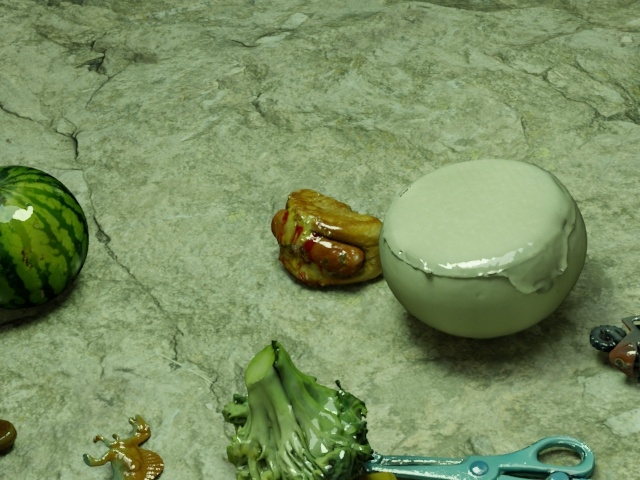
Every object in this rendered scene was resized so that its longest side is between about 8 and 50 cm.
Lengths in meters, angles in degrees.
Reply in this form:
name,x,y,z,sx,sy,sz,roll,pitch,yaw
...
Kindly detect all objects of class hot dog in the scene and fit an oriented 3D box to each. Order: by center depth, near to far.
name,x,y,z,sx,sy,sz,roll,pitch,yaw
hot dog,0.000,0.000,2.377,0.257,0.150,0.153,26,39,37

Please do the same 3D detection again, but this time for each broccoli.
name,x,y,z,sx,sy,sz,roll,pitch,yaw
broccoli,-0.055,0.289,1.900,0.288,0.245,0.248,-15,27,46

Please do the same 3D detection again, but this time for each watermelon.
name,x,y,z,sx,sy,sz,roll,pitch,yaw
watermelon,-0.601,-0.005,2.395,0.285,0.285,0.285,-6,37,4

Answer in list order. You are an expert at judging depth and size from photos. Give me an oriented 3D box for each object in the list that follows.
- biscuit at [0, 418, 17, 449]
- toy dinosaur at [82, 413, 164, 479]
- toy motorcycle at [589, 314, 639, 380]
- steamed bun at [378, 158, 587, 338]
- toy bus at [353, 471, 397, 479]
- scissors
name,x,y,z,sx,sy,sz,roll,pitch,yaw
biscuit,-0.645,0.340,2.142,0.236,0.039,0.180,16,46,31
toy dinosaur,-0.313,0.381,2.021,0.142,0.057,0.212,-11,44,-35
toy motorcycle,0.567,0.179,2.062,0.213,0.084,0.118,-4,28,-1
steamed bun,0.292,0.030,2.182,0.375,0.241,0.374,-9,39,7
toy bus,0.093,0.461,1.750,0.121,0.123,0.335,-8,37,1
scissors,0.255,0.371,1.911,0.393,0.032,0.180,2,38,13
